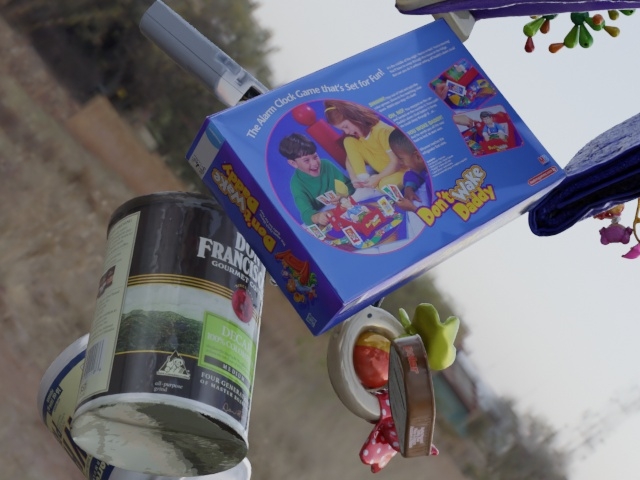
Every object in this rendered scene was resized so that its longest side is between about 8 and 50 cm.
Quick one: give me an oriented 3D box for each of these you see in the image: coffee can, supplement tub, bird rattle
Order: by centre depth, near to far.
[{"bbox_3d":[-0.170,0.111,1.470,0.201,0.202,0.275,61,28,-52],"label":"coffee can"},{"bbox_3d":[0.084,0.197,1.818,0.207,0.253,0.143,37,-27,-27],"label":"bird rattle"},{"bbox_3d":[-0.287,0.316,2.052,0.325,0.235,0.235,43,-11,33],"label":"supplement tub"}]

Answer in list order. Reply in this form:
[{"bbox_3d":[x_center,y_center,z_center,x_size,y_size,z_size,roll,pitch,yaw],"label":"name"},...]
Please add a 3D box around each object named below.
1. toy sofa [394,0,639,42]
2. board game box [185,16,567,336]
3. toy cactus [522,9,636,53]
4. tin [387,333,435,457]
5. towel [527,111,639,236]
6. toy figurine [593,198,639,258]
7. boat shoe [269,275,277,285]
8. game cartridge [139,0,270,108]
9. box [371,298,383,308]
[{"bbox_3d":[0.272,-0.292,1.405,0.363,0.177,0.150,4,-28,39],"label":"toy sofa"},{"bbox_3d":[0.067,-0.079,1.330,0.233,0.347,0.078,54,-36,12],"label":"board game box"},{"bbox_3d":[0.487,-0.456,2.417,0.112,0.219,0.180,15,64,-60],"label":"toy cactus"},{"bbox_3d":[0.107,0.189,1.493,0.189,0.040,0.106,88,-13,-54],"label":"tin"},{"bbox_3d":[0.391,-0.111,1.593,0.076,0.228,0.308,64,28,-6],"label":"towel"},{"bbox_3d":[0.537,-0.045,2.225,0.130,0.173,0.159,-5,94,-65],"label":"toy figurine"},{"bbox_3d":[-0.083,0.068,2.381,0.035,0.035,0.100,41,-2,-2],"label":"boat shoe"},{"bbox_3d":[-0.111,-0.204,1.675,0.198,0.062,0.297,37,2,35],"label":"game cartridge"},{"bbox_3d":[0.000,0.000,2.322,0.290,0.169,0.087,22,-47,0],"label":"box"}]
